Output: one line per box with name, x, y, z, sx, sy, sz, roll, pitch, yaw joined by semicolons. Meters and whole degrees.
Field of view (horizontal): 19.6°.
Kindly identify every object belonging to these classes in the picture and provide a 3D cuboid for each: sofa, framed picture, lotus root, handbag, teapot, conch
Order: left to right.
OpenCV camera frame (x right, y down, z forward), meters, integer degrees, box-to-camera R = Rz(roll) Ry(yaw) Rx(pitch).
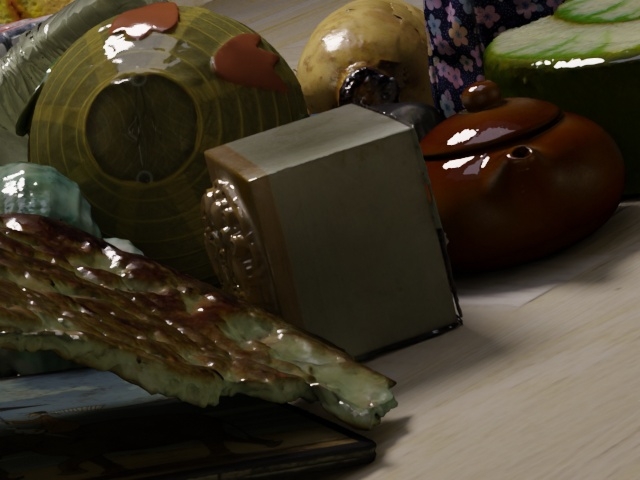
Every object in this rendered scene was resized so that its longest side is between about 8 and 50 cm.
conch;-0.243;0.045;1.414;0.277;0.195;0.220;4;47;-4
framed picture;-0.154;0.119;1.160;0.265;0.016;0.347;-7;8;-23
sofa;-0.219;-0.131;1.821;0.225;0.210;0.176;-24;22;43
lotus root;0.058;-0.165;1.887;0.146;0.160;0.284;-57;2;16
teapot;0.135;-0.060;1.409;0.178;0.135;0.252;-14;14;-3
handbag;0.194;-0.209;1.726;0.208;0.229;0.127;-28;30;-29

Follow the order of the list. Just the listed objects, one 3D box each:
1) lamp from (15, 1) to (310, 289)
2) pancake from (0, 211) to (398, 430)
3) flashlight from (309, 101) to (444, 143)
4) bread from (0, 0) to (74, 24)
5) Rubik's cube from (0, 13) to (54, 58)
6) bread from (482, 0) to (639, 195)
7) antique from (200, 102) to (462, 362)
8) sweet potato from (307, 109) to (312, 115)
lamp;-0.119;-0.069;1.576;0.250;0.250;0.284;-16;-12;5
pancake;-0.158;0.041;1.093;0.427;0.067;0.305;16;10;-40
flashlight;-0.023;-0.075;1.785;0.103;0.103;0.424;-25;13;-30
bread;-0.326;-0.186;2.247;0.167;0.264;0.163;-11;15;3
Rubik's cube;-0.391;-0.092;2.002;0.237;0.237;0.238;-7;18;44
bread;0.319;-0.154;1.557;0.382;0.129;0.366;-14;17;13
antique;0.000;0.000;1.296;0.148;0.152;0.146;-18;14;-13
sweet potato;-0.068;-0.141;2.175;0.202;0.058;0.055;-11;-6;30
